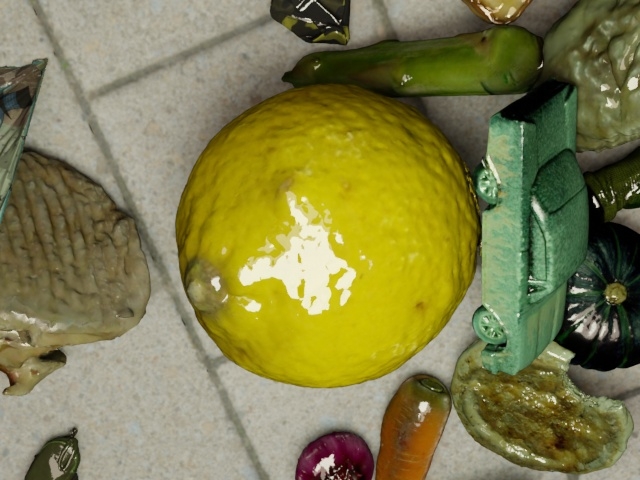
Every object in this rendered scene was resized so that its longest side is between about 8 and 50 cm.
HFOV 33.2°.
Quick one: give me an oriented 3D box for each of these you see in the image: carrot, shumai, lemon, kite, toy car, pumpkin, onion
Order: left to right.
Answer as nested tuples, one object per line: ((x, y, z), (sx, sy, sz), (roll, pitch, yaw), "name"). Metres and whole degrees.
((-0.482, -0.121, 1.307), (0.368, 0.014, 0.406), (-39, 60, -21), "kite")
((-0.388, 0.052, 1.378), (0.314, 0.267, 0.262), (55, 134, 16), "shumai")
((0.000, 0.000, 1.232), (0.350, 0.387, 0.350), (23, 127, 34), "lemon")
((0.021, 0.315, 1.450), (0.115, 0.104, 0.115), (-5, 113, -13), "onion")
((0.117, 0.275, 1.448), (0.087, 0.087, 0.193), (17, 108, -3), "carrot")
((0.234, -0.006, 1.185), (0.097, 0.141, 0.320), (16, 123, 33), "toy car")
((0.351, 0.068, 1.350), (0.194, 0.150, 0.194), (1, 103, 5), "pumpkin")
((0.365, -0.269, 1.228), (0.330, 0.292, 0.288), (-21, 90, 39), "shumai")

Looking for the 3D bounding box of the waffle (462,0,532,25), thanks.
((0.170, -0.458, 1.229), (0.348, 0.077, 0.304), (40, 91, -7), "waffle")

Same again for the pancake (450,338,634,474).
((0.277, 0.219, 1.386), (0.254, 0.037, 0.253), (19, 137, 19), "pancake")

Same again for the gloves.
((0.436, -0.086, 1.327), (0.268, 0.135, 0.107), (-10, 80, -8), "gloves")

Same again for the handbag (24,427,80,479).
((-0.365, 0.313, 1.488), (0.072, 0.047, 0.111), (31, 103, -1), "handbag")

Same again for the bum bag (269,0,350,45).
((0.003, -0.355, 1.298), (0.107, 0.060, 0.232), (8, 99, -6), "bum bag")

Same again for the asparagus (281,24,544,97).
((0.113, -0.205, 1.287), (0.343, 0.085, 0.082), (-1, 112, 32), "asparagus")
